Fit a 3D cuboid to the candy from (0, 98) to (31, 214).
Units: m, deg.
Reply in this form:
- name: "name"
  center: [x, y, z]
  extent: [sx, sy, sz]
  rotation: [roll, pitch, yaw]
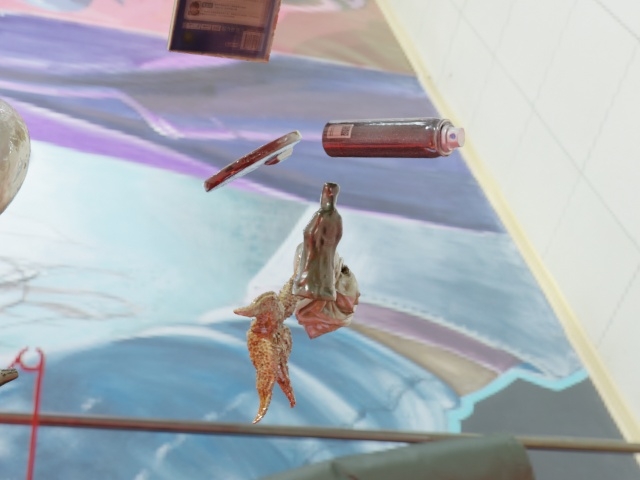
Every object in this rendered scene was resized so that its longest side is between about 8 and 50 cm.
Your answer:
- name: "candy"
  center: [-0.687, -0.106, 1.702]
  extent: [0.427, 0.186, 0.386]
  rotation: [18, 63, 48]

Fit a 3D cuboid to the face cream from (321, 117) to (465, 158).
- name: "face cream"
  center: [0.132, -0.184, 1.685]
  extent: [0.284, 0.073, 0.073]
  rotation: [5, 88, 38]

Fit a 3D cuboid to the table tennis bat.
- name: "table tennis bat"
  center: [-0.151, -0.202, 2.328]
  extent: [0.051, 0.268, 0.415]
  rotation: [60, -161, -3]

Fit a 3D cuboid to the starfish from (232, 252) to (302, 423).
- name: "starfish"
  center: [-0.086, 0.188, 1.786]
  extent: [0.301, 0.084, 0.293]
  rotation: [-53, -33, -59]

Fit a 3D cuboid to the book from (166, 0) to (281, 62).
- name: "book"
  center: [-0.179, -0.527, 1.906]
  extent: [0.018, 0.228, 0.322]
  rotation: [-125, 44, -52]

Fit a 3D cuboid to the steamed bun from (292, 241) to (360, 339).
- name: "steamed bun"
  center: [0.018, 0.111, 2.079]
  extent: [0.211, 0.144, 0.217]
  rotation: [42, -132, -80]

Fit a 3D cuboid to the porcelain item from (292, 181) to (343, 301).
- name: "porcelain item"
  center: [0.000, 0.000, 1.694]
  extent: [0.069, 0.081, 0.215]
  rotation: [8, 90, 64]

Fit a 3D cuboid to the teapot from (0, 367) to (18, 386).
- name: "teapot"
  center: [-0.649, 0.201, 1.579]
  extent: [0.185, 0.268, 0.175]
  rotation: [-52, 18, 39]
